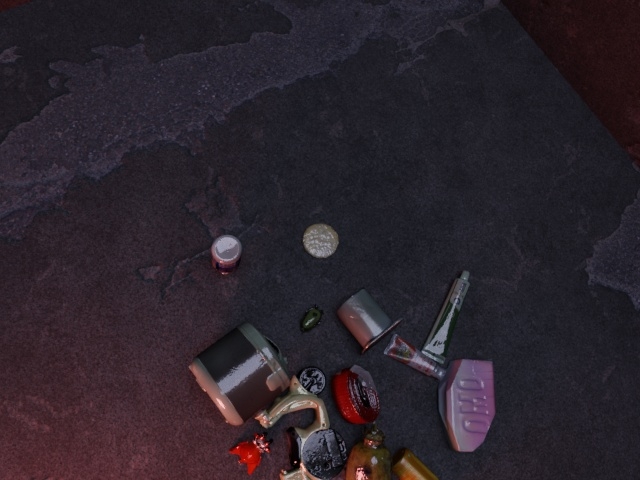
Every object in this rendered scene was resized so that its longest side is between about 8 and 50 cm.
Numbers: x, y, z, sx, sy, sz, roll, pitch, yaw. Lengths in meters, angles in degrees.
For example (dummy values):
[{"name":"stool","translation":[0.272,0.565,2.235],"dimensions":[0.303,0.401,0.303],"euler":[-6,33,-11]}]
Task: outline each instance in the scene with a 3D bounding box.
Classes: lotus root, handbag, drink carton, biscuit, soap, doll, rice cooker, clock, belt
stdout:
[{"name":"lotus root","translation":[0.169,0.751,1.704],"dimensions":[0.154,0.154,0.277],"euler":[9,96,-9]},{"name":"handbag","translation":[-0.036,0.298,1.886],"dimensions":[0.072,0.047,0.111],"euler":[39,67,3]},{"name":"drink carton","translation":[0.164,0.297,1.868],"dimensions":[0.185,0.191,0.189],"euler":[-40,74,-17]},{"name":"biscuit","translation":[0.000,0.000,2.005],"dimensions":[0.152,0.020,0.151],"euler":[4,72,-11]},{"name":"soap","translation":[0.541,0.608,1.876],"dimensions":[0.193,0.109,0.323],"euler":[7,72,-9]},{"name":"doll","translation":[-0.223,0.696,1.674],"dimensions":[0.109,0.169,0.057],"euler":[46,31,6]},{"name":"rice cooker","translation":[-0.258,0.434,1.682],"dimensions":[0.277,0.288,0.288],"euler":[-36,83,-21]},{"name":"clock","translation":[-0.065,0.647,1.735],"dimensions":[0.277,0.120,0.378],"euler":[-16,77,-20]},{"name":"belt","translation":[0.117,0.550,1.798],"dimensions":[0.128,0.124,0.200],"euler":[-10,76,-40]}]

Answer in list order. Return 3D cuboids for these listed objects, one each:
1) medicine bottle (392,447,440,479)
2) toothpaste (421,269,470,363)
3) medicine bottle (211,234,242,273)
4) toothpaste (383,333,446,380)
[{"name":"medicine bottle","translation":[0.339,0.826,1.768],"dimensions":[0.192,0.096,0.096],"euler":[43,69,3]},{"name":"toothpaste","translation":[0.511,0.291,1.998],"dimensions":[0.099,0.061,0.392],"euler":[26,73,2]},{"name":"medicine bottle","translation":[-0.340,0.055,1.824],"dimensions":[0.107,0.191,0.106],"euler":[4,72,-11]},{"name":"toothpaste","translation":[0.361,0.451,1.923],"dimensions":[0.234,0.057,0.089],"euler":[30,75,7]}]
